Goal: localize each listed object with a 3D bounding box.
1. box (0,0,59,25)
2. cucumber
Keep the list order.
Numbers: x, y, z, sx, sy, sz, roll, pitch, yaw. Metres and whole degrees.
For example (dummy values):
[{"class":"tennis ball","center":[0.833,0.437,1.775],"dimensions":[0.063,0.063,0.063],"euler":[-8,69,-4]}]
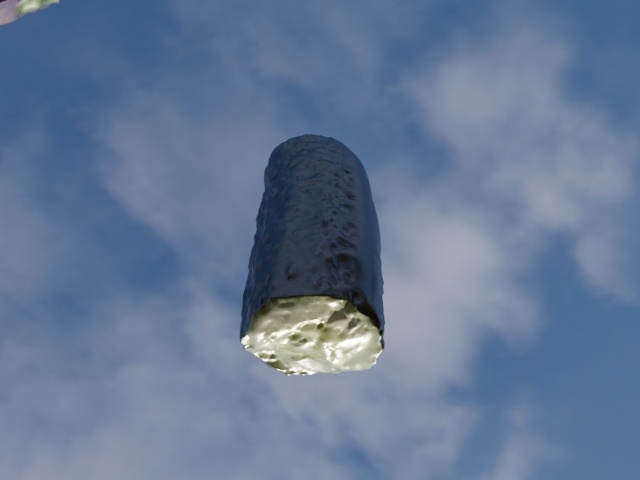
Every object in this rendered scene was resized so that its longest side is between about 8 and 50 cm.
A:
[{"class":"box","center":[-0.177,-0.218,0.753],"dimensions":[0.134,0.345,0.097],"euler":[-21,-112,-15]},{"class":"cucumber","center":[-0.001,0.000,0.954],"dimensions":[0.074,0.241,0.074],"euler":[1,-64,1]}]
